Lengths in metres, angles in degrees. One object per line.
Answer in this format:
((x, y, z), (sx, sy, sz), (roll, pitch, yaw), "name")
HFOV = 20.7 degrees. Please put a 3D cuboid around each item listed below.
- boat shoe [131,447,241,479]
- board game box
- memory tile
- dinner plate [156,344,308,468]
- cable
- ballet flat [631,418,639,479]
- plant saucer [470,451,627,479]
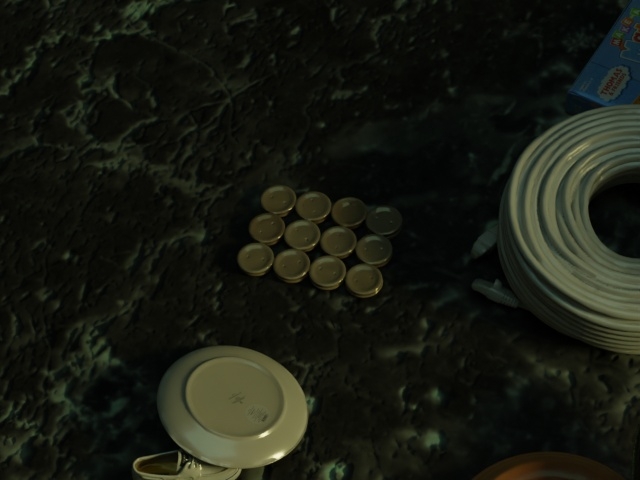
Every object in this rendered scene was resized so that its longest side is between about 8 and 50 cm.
((-0.121, 0.203, 1.581), (0.100, 0.035, 0.035), (-3, 55, 1), "boat shoe")
((0.383, -0.156, 1.805), (0.211, 0.039, 0.160), (27, 61, 19), "board game box")
((0.000, 0.000, 1.732), (0.148, 0.012, 0.113), (11, 56, 11), "memory tile")
((-0.079, 0.148, 1.608), (0.141, 0.017, 0.141), (8, 48, -9), "dinner plate")
((0.297, -0.016, 1.668), (0.257, 0.089, 0.257), (28, 67, 18), "cable")
((0.332, 0.275, 1.462), (0.123, 0.123, 0.348), (-4, 51, 0), "ballet flat")
((0.202, 0.268, 1.519), (0.200, 0.037, 0.200), (-1, 54, 2), "plant saucer")
